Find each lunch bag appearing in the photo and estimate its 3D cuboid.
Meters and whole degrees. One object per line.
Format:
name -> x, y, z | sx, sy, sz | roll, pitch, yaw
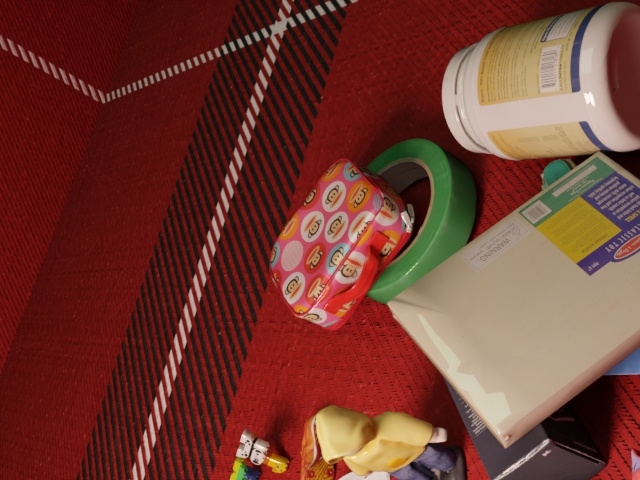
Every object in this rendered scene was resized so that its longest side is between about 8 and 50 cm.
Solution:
lunch bag -> 0.039, 0.013, 1.566 | 0.293, 0.120, 0.258 | -54, 34, 13

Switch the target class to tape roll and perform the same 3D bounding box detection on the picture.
tape roll -> 0.156, -0.037, 1.621 | 0.321, 0.077, 0.321 | -33, 44, 38

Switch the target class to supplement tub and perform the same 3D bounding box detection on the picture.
supplement tub -> 0.379, -0.249, 1.372 | 0.316, 0.228, 0.228 | 2, 69, 51

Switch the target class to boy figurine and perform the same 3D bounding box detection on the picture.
boy figurine -> 0.109, 0.321, 1.284 | 0.177, 0.285, 0.092 | -31, 46, 30

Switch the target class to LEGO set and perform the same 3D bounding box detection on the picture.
LEGO set -> -0.120, 0.456, 1.641 | 0.087, 0.093, 0.227 | -56, -16, -60

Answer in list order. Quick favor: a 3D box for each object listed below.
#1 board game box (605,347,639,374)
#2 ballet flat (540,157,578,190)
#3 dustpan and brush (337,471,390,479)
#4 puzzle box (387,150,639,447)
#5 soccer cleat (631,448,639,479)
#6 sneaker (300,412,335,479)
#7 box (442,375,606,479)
board game box -> 0.434, 0.139, 1.222 | 0.168, 0.033, 0.133 | -11, 54, 41
ballet flat -> 0.413, -0.026, 1.316 | 0.091, 0.077, 0.241 | -28, 50, 31
dustpan and brush -> 0.024, 0.483, 1.469 | 0.211, 0.060, 0.147 | -26, 49, 39
puzzle box -> 0.334, 0.068, 1.183 | 0.409, 0.052, 0.272 | -35, 48, -5
soccer cleat -> 0.495, 0.259, 1.031 | 0.248, 0.083, 0.095 | -38, 37, 33
sneaker -> -0.009, 0.412, 1.571 | 0.067, 0.064, 0.175 | -45, 29, 54
box -> 0.290, 0.255, 1.216 | 0.108, 0.153, 0.207 | -44, 39, 22
